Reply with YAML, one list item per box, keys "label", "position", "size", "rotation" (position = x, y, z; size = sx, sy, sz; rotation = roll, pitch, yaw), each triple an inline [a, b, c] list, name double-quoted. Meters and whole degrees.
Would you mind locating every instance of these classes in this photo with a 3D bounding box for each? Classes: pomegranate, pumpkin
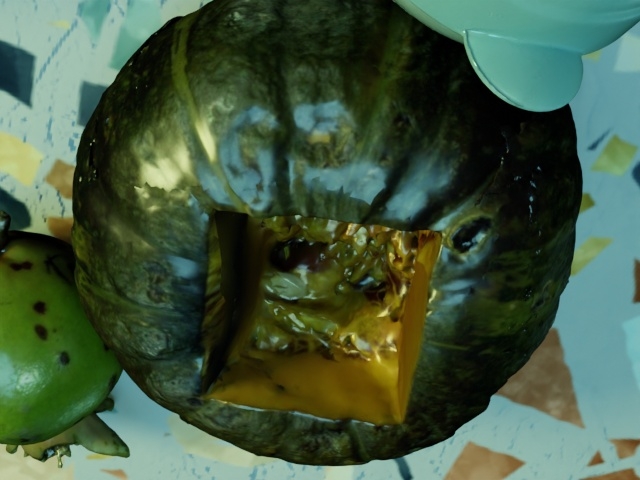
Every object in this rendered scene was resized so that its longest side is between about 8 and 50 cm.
- label: "pomegranate"
  position: [-0.200, 0.080, 0.685]
  size: [0.156, 0.156, 0.220]
  rotation: [-18, 147, 10]
- label: "pumpkin"
  position: [0.000, 0.000, 0.597]
  size: [0.320, 0.192, 0.321]
  rotation: [2, 123, 3]

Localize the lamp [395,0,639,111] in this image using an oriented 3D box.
- label: "lamp"
  position: [0.087, -0.218, 0.499]
  size: [0.147, 0.209, 0.284]
  rotation: [-6, 114, 54]
